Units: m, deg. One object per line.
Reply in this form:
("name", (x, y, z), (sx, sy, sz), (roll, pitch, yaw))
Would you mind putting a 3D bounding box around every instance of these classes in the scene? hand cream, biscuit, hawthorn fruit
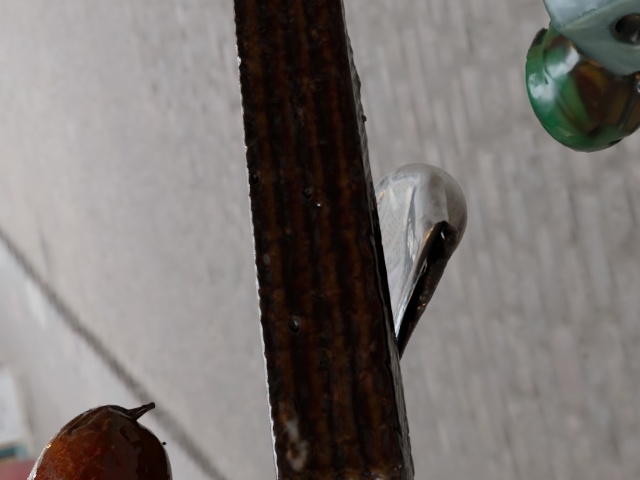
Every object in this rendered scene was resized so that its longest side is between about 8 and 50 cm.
("hand cream", (0.064, 0.010, 1.229), (0.336, 0.076, 0.121), (-75, 3, -76))
("biscuit", (0.000, 0.000, 1.055), (0.107, 0.073, 0.388), (76, -174, -53))
("hawthorn fruit", (-0.115, 0.129, 0.958), (0.081, 0.081, 0.093), (135, 146, -74))

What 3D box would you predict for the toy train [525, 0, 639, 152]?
("toy train", (0.275, -0.144, 1.033), (0.178, 0.429, 0.249), (-21, 46, 49))
